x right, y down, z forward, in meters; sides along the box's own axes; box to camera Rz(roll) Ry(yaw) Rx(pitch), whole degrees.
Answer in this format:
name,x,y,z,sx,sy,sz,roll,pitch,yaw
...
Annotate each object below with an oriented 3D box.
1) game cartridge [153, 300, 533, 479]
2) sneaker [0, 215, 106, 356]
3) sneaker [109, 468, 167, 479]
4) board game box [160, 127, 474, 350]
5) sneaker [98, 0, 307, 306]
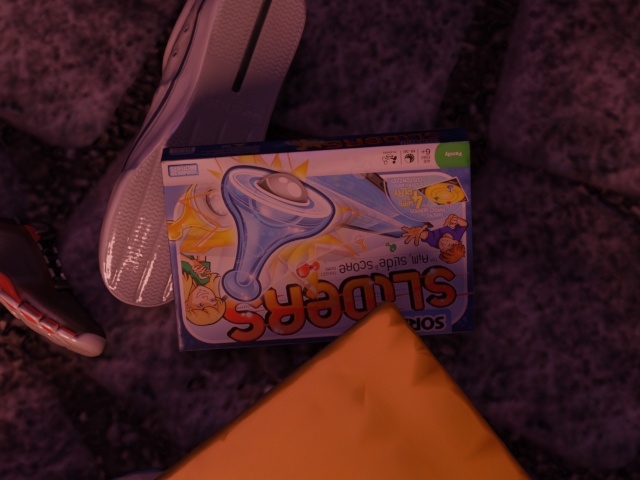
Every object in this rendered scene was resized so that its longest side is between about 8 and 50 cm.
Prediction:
name,x,y,z,sx,sy,sz,roll,pitch,yaw
game cartridge,0.004,0.245,0.950,0.324,0.052,0.285,-37,86,-7
sneaker,-0.202,0.017,1.047,0.158,0.061,0.065,37,76,11
sneaker,-0.169,0.198,0.988,0.191,0.083,0.071,-19,74,-1
board game box,0.000,0.000,1.003,0.201,0.035,0.136,-4,109,-1
sneaker,-0.081,-0.077,1.047,0.094,0.091,0.258,24,99,-19
